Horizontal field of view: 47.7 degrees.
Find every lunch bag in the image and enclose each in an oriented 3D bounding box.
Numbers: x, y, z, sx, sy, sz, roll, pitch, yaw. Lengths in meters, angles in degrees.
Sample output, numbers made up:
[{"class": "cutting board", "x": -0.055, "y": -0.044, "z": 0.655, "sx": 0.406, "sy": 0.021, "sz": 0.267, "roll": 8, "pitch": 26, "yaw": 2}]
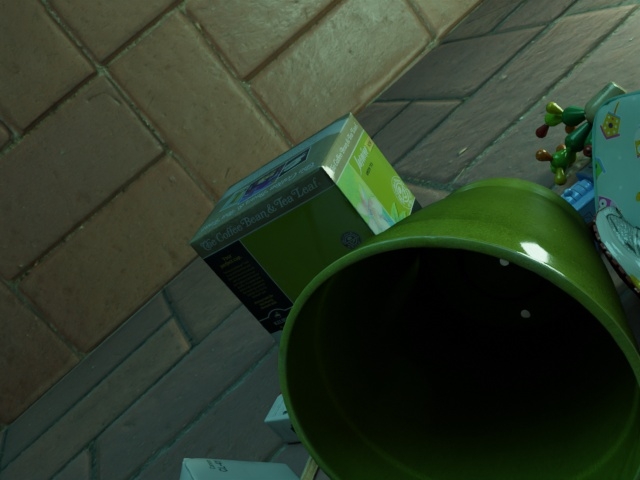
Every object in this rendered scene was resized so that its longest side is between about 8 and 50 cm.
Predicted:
[{"class": "lunch bag", "x": 0.467, "y": -0.086, "z": 0.884, "sx": 0.108, "sy": 0.224, "sz": 0.279, "roll": -7, "pitch": 2, "yaw": -27}]

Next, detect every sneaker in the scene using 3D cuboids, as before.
[{"class": "sneaker", "x": 0.407, "y": 0.033, "z": 0.851, "sx": 0.093, "sy": 0.088, "sz": 0.225, "roll": -39, "pitch": 44, "yaw": 11}]

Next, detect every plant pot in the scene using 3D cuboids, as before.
[{"class": "plant pot", "x": 0.189, "y": 0.091, "z": 0.846, "sx": 0.366, "sy": 0.366, "sz": 0.353, "roll": -27, "pitch": 12, "yaw": 32}]

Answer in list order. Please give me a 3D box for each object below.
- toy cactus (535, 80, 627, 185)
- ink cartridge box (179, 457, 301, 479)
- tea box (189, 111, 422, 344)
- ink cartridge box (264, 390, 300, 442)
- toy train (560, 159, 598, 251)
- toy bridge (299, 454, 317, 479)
[{"class": "toy cactus", "x": 0.449, "y": -0.197, "z": 1.256, "sx": 0.180, "sy": 0.112, "sz": 0.219, "roll": -57, "pitch": 13, "yaw": 28}, {"class": "ink cartridge box", "x": -0.079, "y": 0.398, "z": 0.700, "sx": 0.226, "sy": 0.131, "sz": 0.306, "roll": 12, "pitch": 91, "yaw": 67}, {"class": "tea box", "x": 0.000, "y": 0.000, "z": 1.361, "sx": 0.329, "sy": 0.323, "sz": 0.220, "roll": -26, "pitch": 23, "yaw": 32}, {"class": "ink cartridge box", "x": -0.003, "y": 0.264, "z": 1.177, "sx": 0.150, "sy": 0.063, "sz": 0.109, "roll": -21, "pitch": 26, "yaw": 42}, {"class": "toy train", "x": 0.397, "y": -0.046, "z": 1.065, "sx": 0.184, "sy": 0.105, "sz": 0.080, "roll": -39, "pitch": 19, "yaw": 1}, {"class": "toy bridge", "x": -0.053, "y": 0.375, "z": 1.081, "sx": 0.188, "sy": 0.026, "sz": 0.063, "roll": -47, "pitch": 22, "yaw": -19}]
